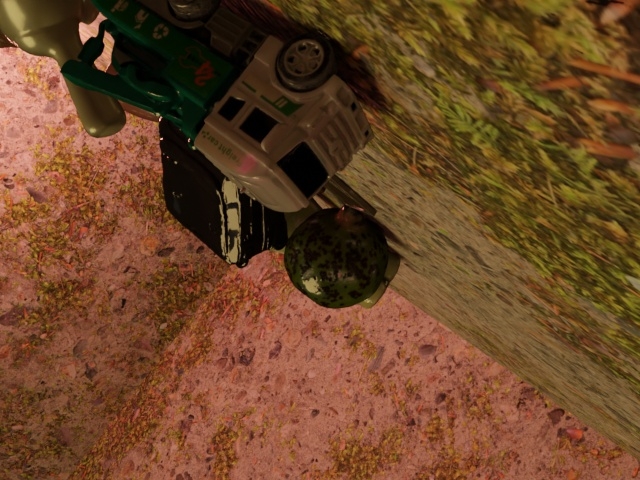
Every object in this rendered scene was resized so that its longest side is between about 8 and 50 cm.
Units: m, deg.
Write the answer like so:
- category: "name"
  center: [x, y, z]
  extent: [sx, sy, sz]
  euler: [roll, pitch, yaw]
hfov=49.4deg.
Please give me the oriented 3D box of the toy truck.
- category: "toy truck"
  center: [-0.120, -0.178, 0.774]
  extent: [0.363, 0.178, 0.176]
  euler: [33, 176, 23]

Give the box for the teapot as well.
- category: "teapot"
  center: [-0.363, -0.307, 0.945]
  extent: [0.220, 0.149, 0.318]
  euler: [-137, 39, -61]

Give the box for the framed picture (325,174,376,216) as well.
- category: "framed picture"
  center: [0.018, -0.128, 1.476]
  extent: [0.203, 0.015, 0.150]
  euler: [39, 176, -24]

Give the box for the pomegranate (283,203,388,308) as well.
- category: "pomegranate"
  center: [0.045, 0.029, 1.663]
  extent: [0.254, 0.271, 0.254]
  euler: [18, -148, -12]

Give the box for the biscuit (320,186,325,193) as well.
- category: "biscuit"
  center: [-0.052, -0.161, 1.641]
  extent: [0.138, 0.031, 0.205]
  euler: [39, 177, -40]

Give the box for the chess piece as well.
- category: "chess piece"
  center: [0.000, 0.000, 1.927]
  extent: [0.442, 0.234, 0.234]
  euler: [32, 178, -5]

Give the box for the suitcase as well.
- category: "suitcase"
  center: [-0.233, -0.146, 1.641]
  extent: [0.345, 0.188, 0.339]
  euler: [38, 141, 36]

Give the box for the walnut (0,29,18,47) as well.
- category: "walnut"
  center: [-0.527, -0.431, 1.097]
  extent: [0.273, 0.273, 0.227]
  euler: [37, 143, 16]

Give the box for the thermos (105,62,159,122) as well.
- category: "thermos"
  center: [-0.413, -0.362, 1.798]
  extent: [0.265, 0.146, 0.176]
  euler: [29, 163, 23]
